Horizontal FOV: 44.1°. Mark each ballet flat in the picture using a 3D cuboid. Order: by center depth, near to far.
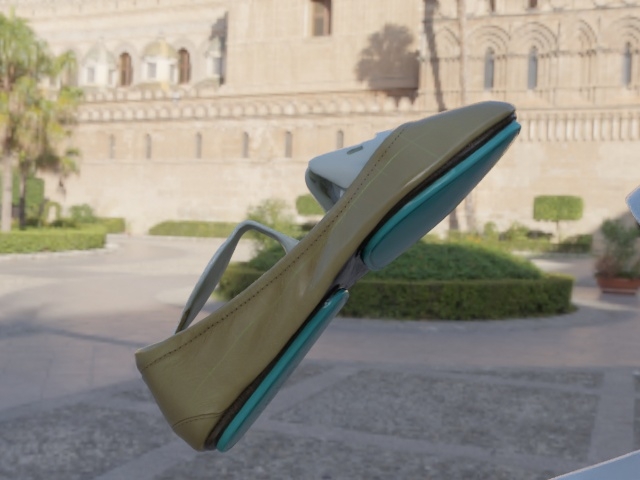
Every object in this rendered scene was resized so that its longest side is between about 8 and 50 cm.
[{"bbox_3d":[0.000,0.000,0.389,0.073,0.232,0.080,42,-6,13],"label":"ballet flat"}]

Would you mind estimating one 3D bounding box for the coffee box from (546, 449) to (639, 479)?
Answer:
[{"bbox_3d":[0.116,0.326,0.294,0.335,0.338,0.337,-6,39,-29],"label":"coffee box"}]

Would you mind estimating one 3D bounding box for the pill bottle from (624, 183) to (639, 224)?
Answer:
[{"bbox_3d":[0.271,-0.057,0.408,0.208,0.117,0.118,-43,-22,23],"label":"pill bottle"}]
